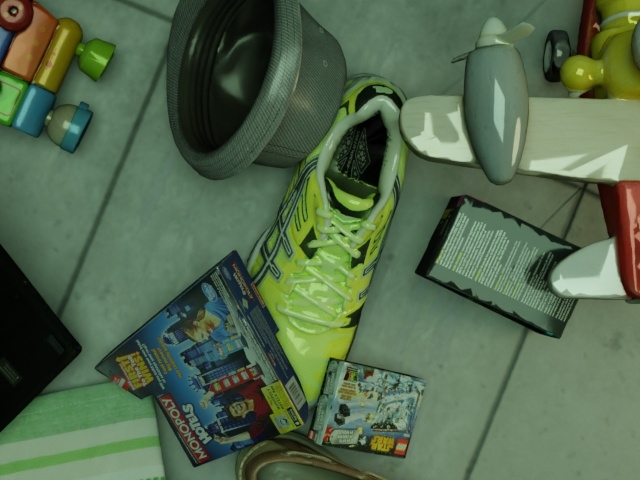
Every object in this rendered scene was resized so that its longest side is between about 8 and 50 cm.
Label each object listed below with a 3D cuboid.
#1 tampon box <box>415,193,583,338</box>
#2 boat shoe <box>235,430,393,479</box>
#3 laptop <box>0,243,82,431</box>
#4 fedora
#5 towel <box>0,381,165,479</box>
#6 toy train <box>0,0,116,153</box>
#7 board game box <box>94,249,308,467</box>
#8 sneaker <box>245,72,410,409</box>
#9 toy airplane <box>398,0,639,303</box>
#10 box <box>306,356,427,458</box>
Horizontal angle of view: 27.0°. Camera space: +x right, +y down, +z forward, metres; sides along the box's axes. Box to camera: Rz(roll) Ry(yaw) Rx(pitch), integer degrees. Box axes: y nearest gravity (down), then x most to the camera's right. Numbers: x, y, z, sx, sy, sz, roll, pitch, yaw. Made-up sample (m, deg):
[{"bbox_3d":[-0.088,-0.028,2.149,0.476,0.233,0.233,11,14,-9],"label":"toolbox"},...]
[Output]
[{"bbox_3d":[0.201,0.027,1.470,0.161,0.120,0.101,26,89,-3],"label":"tampon box"},{"bbox_3d":[0.054,0.313,1.463,0.324,0.116,0.123,22,89,-2],"label":"boat shoe"},{"bbox_3d":[-0.531,0.098,1.345,0.408,0.382,0.236,-45,48,-17],"label":"laptop"},{"bbox_3d":[-0.059,-0.184,1.435,0.124,0.275,0.244,16,132,-34],"label":"fedora"},{"bbox_3d":[-0.281,0.323,1.436,0.248,0.038,0.324,-11,67,-3],"label":"towel"},{"bbox_3d":[-0.288,-0.228,1.468,0.143,0.105,0.248,25,88,-12],"label":"toy train"},{"bbox_3d":[-0.134,0.137,1.440,0.194,0.060,0.194,-23,100,23],"label":"board game box"},{"bbox_3d":[0.000,0.000,1.449,0.145,0.147,0.384,13,91,-4],"label":"sneaker"},{"bbox_3d":[0.330,-0.122,1.343,0.386,0.272,0.384,-40,71,-21],"label":"toy airplane"},{"bbox_3d":[0.052,0.186,1.470,0.137,0.027,0.094,18,87,-42],"label":"box"}]
